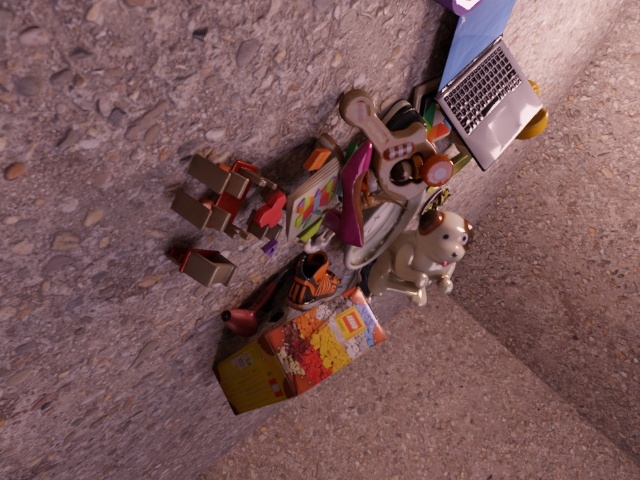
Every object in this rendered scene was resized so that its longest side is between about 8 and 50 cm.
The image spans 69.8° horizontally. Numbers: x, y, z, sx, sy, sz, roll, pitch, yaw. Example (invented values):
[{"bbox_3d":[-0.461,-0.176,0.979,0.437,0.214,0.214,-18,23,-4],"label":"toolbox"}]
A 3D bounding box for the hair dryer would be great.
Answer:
[{"bbox_3d":[-0.206,0.200,1.439,0.293,0.080,0.224,-26,136,-52],"label":"hair dryer"}]

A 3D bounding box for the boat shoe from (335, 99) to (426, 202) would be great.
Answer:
[{"bbox_3d":[0.174,-0.223,1.301,0.340,0.113,0.127,-52,158,13],"label":"boat shoe"}]

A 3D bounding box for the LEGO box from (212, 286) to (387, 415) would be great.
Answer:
[{"bbox_3d":[-0.088,0.375,1.519,0.372,0.193,0.500,-22,169,-37],"label":"LEGO box"}]

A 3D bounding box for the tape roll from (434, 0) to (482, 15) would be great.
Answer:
[{"bbox_3d":[0.314,-0.587,0.969,0.189,0.080,0.189,-38,157,-19],"label":"tape roll"}]

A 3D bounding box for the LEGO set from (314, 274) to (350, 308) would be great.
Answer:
[{"bbox_3d":[0.043,0.234,1.940,0.183,0.060,0.244,-56,156,15],"label":"LEGO set"}]

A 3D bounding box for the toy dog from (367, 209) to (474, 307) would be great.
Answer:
[{"bbox_3d":[0.427,0.043,1.829,0.408,0.284,0.396,-45,-155,53],"label":"toy dog"}]

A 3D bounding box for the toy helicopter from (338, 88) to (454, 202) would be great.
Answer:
[{"bbox_3d":[0.152,-0.223,1.144,0.235,0.140,0.355,-38,128,14],"label":"toy helicopter"}]

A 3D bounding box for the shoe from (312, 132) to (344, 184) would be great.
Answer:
[{"bbox_3d":[0.015,-0.180,1.136,0.058,0.076,0.219,-45,161,-16],"label":"shoe"}]

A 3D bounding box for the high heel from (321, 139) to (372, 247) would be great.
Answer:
[{"bbox_3d":[0.094,-0.103,1.067,0.082,0.117,0.244,-24,143,-62],"label":"high heel"}]

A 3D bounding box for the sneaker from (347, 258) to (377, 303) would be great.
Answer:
[{"bbox_3d":[0.223,0.169,2.065,0.126,0.127,0.321,-30,152,-33],"label":"sneaker"}]

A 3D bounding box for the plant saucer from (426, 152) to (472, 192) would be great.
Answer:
[{"bbox_3d":[0.520,-0.285,1.877,0.240,0.037,0.241,-35,168,-9],"label":"plant saucer"}]

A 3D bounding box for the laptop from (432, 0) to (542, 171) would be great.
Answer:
[{"bbox_3d":[0.517,-0.484,1.270,0.382,0.408,0.236,-44,-168,-25],"label":"laptop"}]

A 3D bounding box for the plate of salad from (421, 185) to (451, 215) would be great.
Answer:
[{"bbox_3d":[0.551,-0.172,2.171,0.199,0.048,0.200,-38,156,-20],"label":"plate of salad"}]

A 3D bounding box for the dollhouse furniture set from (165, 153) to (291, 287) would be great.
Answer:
[{"bbox_3d":[-0.206,-0.044,0.955,0.259,0.135,0.262,-62,156,8],"label":"dollhouse furniture set"}]

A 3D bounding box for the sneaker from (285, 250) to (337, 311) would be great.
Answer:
[{"bbox_3d":[0.000,0.114,1.564,0.321,0.124,0.180,-31,142,-68],"label":"sneaker"}]

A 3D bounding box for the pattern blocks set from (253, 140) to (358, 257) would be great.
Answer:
[{"bbox_3d":[-0.018,-0.090,1.042,0.325,0.026,0.286,-47,160,-22],"label":"pattern blocks set"}]

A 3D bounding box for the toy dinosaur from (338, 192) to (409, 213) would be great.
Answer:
[{"bbox_3d":[0.159,-0.129,1.429,0.211,0.113,0.064,-10,-177,5],"label":"toy dinosaur"}]

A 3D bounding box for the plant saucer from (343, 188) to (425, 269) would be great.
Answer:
[{"bbox_3d":[0.203,-0.073,1.635,0.400,0.100,0.401,-39,157,-20],"label":"plant saucer"}]

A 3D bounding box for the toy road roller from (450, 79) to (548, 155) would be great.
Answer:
[{"bbox_3d":[0.658,-0.427,1.658,0.330,0.240,0.202,-51,158,12],"label":"toy road roller"}]

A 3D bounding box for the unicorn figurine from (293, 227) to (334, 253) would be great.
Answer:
[{"bbox_3d":[0.000,0.000,1.444,0.111,0.060,0.162,-48,158,4],"label":"unicorn figurine"}]

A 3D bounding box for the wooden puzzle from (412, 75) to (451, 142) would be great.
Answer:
[{"bbox_3d":[0.347,-0.382,1.380,0.238,0.044,0.221,-34,142,-31],"label":"wooden puzzle"}]
